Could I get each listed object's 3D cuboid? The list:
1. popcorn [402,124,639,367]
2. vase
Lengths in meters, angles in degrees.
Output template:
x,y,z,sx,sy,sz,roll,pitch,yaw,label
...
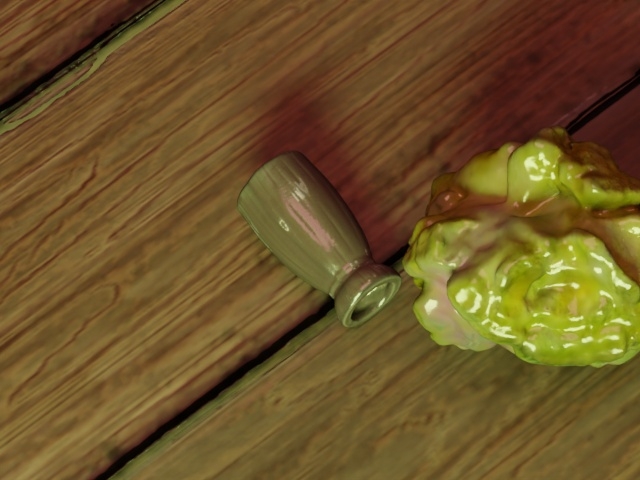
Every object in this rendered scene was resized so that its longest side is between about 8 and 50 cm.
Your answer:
x,y,z,sx,sy,sz,roll,pitch,yaw,label
0.119,0.011,0.767,0.145,0.126,0.126,-12,53,33,popcorn
0.000,0.000,0.835,0.053,0.053,0.101,-38,68,-7,vase
